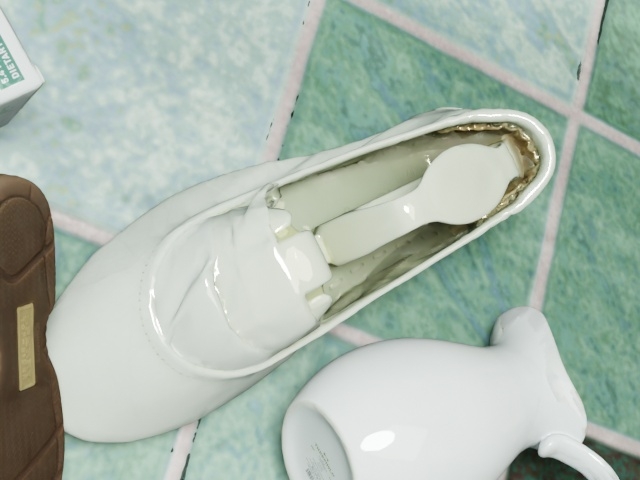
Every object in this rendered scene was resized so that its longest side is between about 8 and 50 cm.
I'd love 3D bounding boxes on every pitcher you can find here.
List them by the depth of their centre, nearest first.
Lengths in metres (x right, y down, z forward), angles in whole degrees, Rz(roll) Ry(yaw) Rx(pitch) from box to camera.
[{"bbox_3d":[0.094,0.141,0.748,0.207,0.125,0.178,-12,53,-34],"label":"pitcher"}]

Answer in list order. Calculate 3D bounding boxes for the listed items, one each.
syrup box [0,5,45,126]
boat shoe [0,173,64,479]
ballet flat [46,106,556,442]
[{"bbox_3d":[-0.287,-0.069,0.619,0.237,0.096,0.093,-32,96,-30],"label":"syrup box"},{"bbox_3d":[-0.208,0.088,0.644,0.095,0.095,0.258,-2,97,-65],"label":"boat shoe"},{"bbox_3d":[0.000,0.000,0.737,0.400,0.139,0.139,-28,94,-29],"label":"ballet flat"}]
